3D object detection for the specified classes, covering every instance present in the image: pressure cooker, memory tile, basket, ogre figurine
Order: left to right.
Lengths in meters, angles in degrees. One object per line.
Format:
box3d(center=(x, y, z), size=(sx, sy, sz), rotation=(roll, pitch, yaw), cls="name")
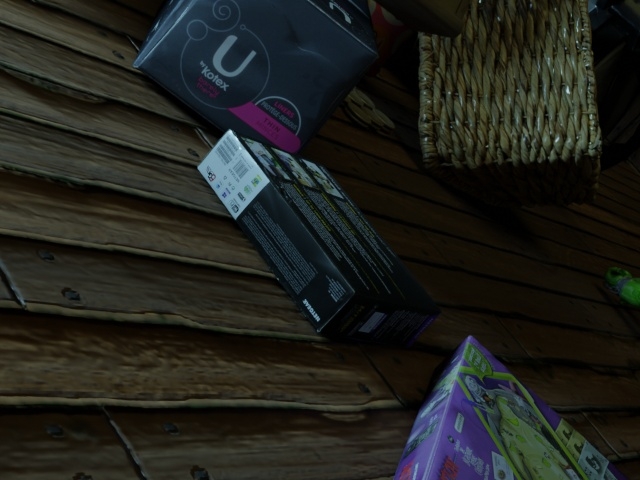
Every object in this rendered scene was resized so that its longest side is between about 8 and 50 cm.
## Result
box3d(center=(0.024, -0.187, 1.469), size=(0.148, 0.012, 0.113), rotation=(48, 19, 16), cls="memory tile")
box3d(center=(0.245, -0.194, 1.580), size=(0.213, 0.223, 0.299), rotation=(64, 23, -68), cls="basket")
box3d(center=(0.360, -0.309, 1.870), size=(0.420, 0.375, 0.370), rotation=(47, 16, 19), cls="pressure cooker")
box3d(center=(0.483, 0.102, 1.629), size=(0.197, 0.097, 0.118), rotation=(49, 4, -16), cls="ogre figurine")

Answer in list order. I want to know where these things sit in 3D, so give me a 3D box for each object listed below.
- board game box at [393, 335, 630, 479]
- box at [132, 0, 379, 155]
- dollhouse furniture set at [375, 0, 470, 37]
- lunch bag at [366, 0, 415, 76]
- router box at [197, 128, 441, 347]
box3d(center=(0.143, 0.193, 0.785), size=(0.208, 0.056, 0.347), rotation=(46, 18, 0), cls="board game box")
box3d(center=(-0.056, -0.200, 1.115), size=(0.165, 0.143, 0.270), rotation=(36, 18, -14), cls="box")
box3d(center=(0.005, -0.382, 1.210), size=(0.394, 0.256, 0.362), rotation=(23, -4, 46), cls="dollhouse furniture set")
box3d(center=(0.004, -0.358, 1.650), size=(0.258, 0.120, 0.293), rotation=(27, 23, -41), cls="lunch bag")
box3d(center=(0.000, 0.000, 0.928), size=(0.133, 0.046, 0.179), rotation=(16, 31, -55), cls="router box")
